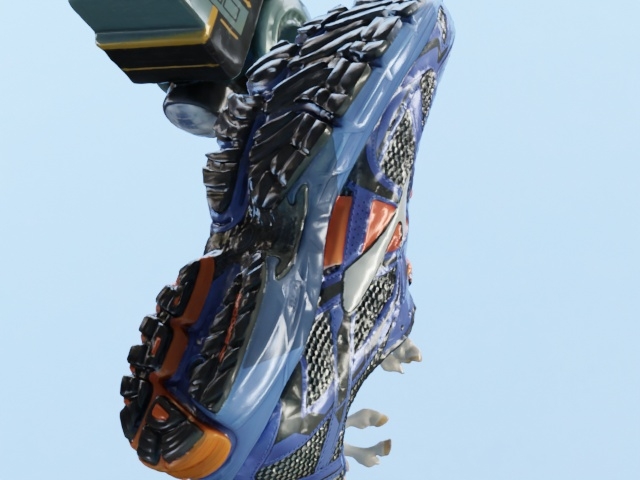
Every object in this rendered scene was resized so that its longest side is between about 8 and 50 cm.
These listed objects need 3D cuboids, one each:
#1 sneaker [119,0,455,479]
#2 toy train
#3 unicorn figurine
[{"bbox_3d":[0.000,0.000,0.748,0.083,0.087,0.221,3,-117,49],"label":"sneaker"},{"bbox_3d":[-0.066,-0.247,1.443,0.142,0.190,0.334,3,-117,31],"label":"toy train"},{"bbox_3d":[0.005,0.076,1.274,0.111,0.060,0.162,17,-96,-10],"label":"unicorn figurine"}]
